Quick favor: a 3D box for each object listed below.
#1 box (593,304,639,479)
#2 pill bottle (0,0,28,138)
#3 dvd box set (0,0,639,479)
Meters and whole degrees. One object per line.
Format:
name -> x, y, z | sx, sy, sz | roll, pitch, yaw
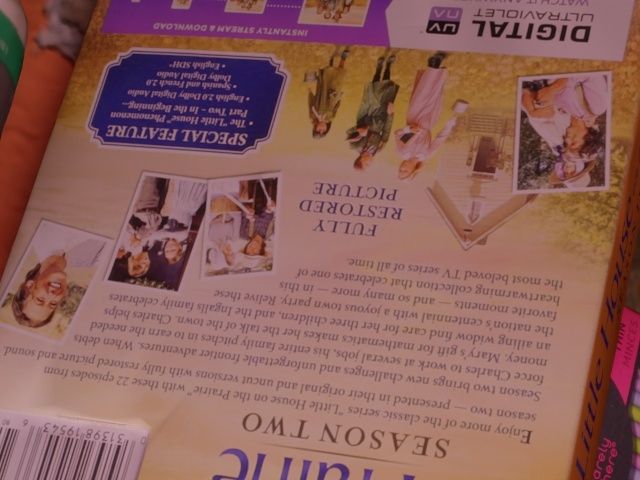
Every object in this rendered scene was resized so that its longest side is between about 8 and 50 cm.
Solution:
box -> 0.071, 0.092, 1.004 | 0.270, 0.143, 0.165 | 27, 69, -28
pill bottle -> -0.265, 0.038, 0.749 | 0.204, 0.204, 0.361 | 22, 73, -30
dvd box set -> 0.000, 0.000, 0.864 | 0.062, 0.307, 0.420 | 57, 42, -58
